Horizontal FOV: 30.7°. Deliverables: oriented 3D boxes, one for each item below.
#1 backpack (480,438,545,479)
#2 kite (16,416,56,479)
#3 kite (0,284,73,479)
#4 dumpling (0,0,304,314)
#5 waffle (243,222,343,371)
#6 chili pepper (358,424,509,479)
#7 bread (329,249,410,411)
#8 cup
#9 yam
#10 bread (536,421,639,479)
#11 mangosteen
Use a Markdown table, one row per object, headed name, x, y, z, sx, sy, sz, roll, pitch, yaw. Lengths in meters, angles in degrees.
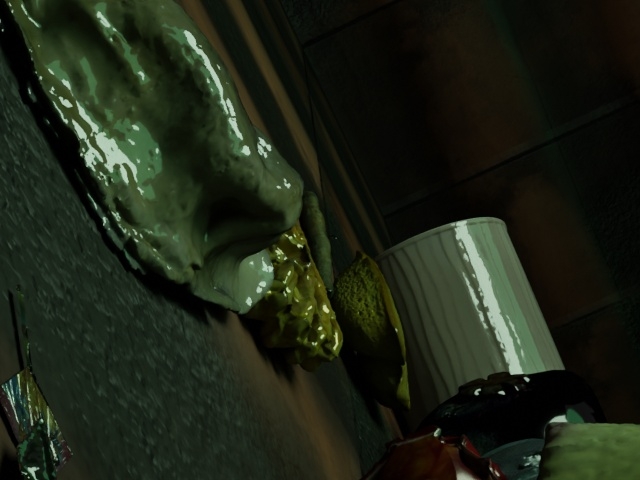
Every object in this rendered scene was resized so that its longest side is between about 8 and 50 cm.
| name | x | y | z | sx | sy | sz | roll | pitch | yaw |
| --- | --- | --- | --- | --- | --- | --- | --- | --- | --- |
| backpack | 0.270 | 0.280 | 0.925 | 0.197 | 0.317 | 0.283 | -173 | -103 | -65 |
| kite | -0.066 | 0.135 | 0.281 | 0.232 | 0.009 | 0.189 | -104 | 168 | -56 |
| kite | -0.100 | 0.046 | 0.388 | 0.044 | 0.002 | 0.078 | 44 | 23 | -72 |
| dumpling | -0.081 | -0.064 | 0.618 | 0.332 | 0.086 | 0.166 | 55 | 8 | -37 |
| waffle | -0.035 | 0.008 | 0.863 | 0.149 | 0.051 | 0.194 | 57 | 10 | -61 |
| chili pepper | 0.094 | 0.258 | 0.764 | 0.144 | 0.136 | 0.252 | 29 | -32 | 45 |
| bread | 0.049 | 0.097 | 1.214 | 0.187 | 0.065 | 0.149 | -111 | -176 | -56 |
| cup | 0.154 | 0.146 | 1.427 | 0.208 | 0.288 | 0.273 | -2 | 63 | -44 |
| yam | -0.002 | 0.000 | 1.267 | 0.029 | 0.027 | 0.234 | 25 | 22 | -18 |
| bread | 0.284 | 0.197 | 0.656 | 0.187 | 0.338 | 0.155 | -68 | 149 | -48 |
| mangosteen | 0.184 | 0.243 | 1.104 | 0.243 | 0.243 | 0.243 | -25 | 90 | -84 |
